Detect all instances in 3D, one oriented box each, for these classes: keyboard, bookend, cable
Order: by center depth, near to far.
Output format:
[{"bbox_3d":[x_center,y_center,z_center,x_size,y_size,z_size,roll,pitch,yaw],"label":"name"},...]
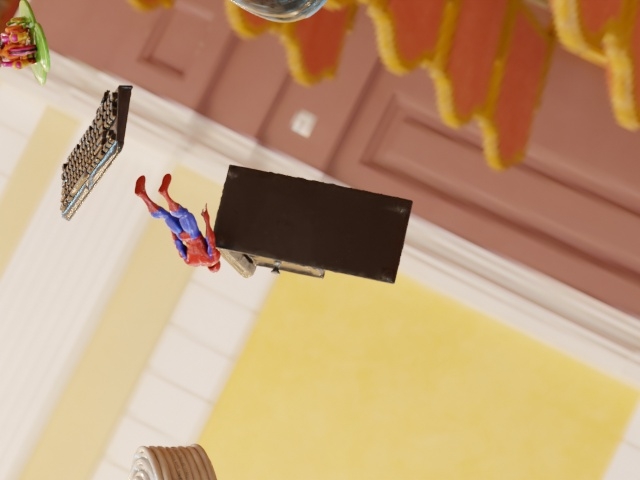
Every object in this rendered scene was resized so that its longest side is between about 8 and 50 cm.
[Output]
[{"bbox_3d":[0.000,0.000,1.219,0.156,0.072,0.157,12,171,8],"label":"bookend"},{"bbox_3d":[-0.242,-0.104,1.507,0.023,0.108,0.180,17,148,-22],"label":"keyboard"},{"bbox_3d":[-0.161,0.361,1.629,0.089,0.257,0.257,-5,-137,-18],"label":"cable"}]

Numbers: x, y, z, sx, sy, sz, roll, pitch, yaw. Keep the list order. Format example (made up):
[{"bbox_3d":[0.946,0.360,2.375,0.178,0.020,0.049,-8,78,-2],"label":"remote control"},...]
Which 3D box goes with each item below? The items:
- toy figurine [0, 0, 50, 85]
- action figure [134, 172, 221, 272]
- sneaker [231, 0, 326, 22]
[{"bbox_3d":[-0.486,-0.269,2.045,0.159,0.130,0.173,-15,-161,-19],"label":"toy figurine"},{"bbox_3d":[-0.106,-0.011,1.112,0.038,0.030,0.115,-6,139,22],"label":"action figure"},{"bbox_3d":[-0.122,-0.315,1.189,0.341,0.125,0.140,47,-164,-9],"label":"sneaker"}]
